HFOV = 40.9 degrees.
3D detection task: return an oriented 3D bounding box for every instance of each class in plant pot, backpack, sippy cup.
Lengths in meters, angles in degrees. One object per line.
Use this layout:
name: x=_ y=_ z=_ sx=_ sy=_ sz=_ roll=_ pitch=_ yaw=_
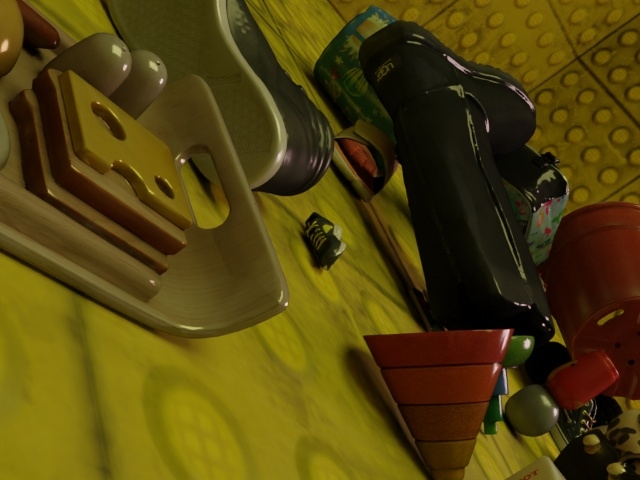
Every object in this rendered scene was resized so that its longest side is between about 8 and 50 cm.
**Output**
plant pot: x=0.512 y=0.111 z=1.459 sx=0.272 sy=0.272 sz=0.265 roll=50 pitch=23 yaw=-18
backpack: x=0.295 y=-0.044 z=1.489 sx=0.225 sy=0.191 sz=0.253 roll=46 pitch=-23 yaw=34
sippy cup: x=0.117 y=-0.275 z=1.496 sx=0.224 sy=0.305 sz=0.240 roll=44 pitch=52 yaw=1

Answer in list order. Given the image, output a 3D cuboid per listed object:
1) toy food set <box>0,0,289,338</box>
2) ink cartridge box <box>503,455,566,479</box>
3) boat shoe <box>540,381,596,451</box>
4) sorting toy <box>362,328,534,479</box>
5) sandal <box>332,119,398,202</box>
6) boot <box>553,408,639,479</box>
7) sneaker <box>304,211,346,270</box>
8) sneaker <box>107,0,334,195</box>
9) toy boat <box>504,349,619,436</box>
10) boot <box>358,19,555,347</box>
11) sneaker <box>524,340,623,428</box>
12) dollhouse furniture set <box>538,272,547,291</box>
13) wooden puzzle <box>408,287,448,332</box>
toy food set: x=-0.135 y=-0.099 z=0.417 sx=0.306 sy=0.092 sz=0.219 roll=39 pitch=20 yaw=-47
ink cartridge box: x=0.158 y=0.234 z=0.608 sx=0.090 sy=0.092 sz=0.143 roll=52 pitch=13 yaw=-15
boat shoe: x=0.405 y=0.290 z=1.346 sx=0.065 sy=0.083 sz=0.183 roll=39 pitch=21 yaw=-49
sorting toy: x=0.137 y=0.150 z=0.801 sx=0.365 sy=0.127 sz=0.126 roll=24 pitch=62 yaw=-70
sandal: x=0.068 y=-0.131 z=1.238 sx=0.102 sy=0.076 sz=0.265 roll=52 pitch=14 yaw=-8
boot: x=0.295 y=0.219 z=0.639 sx=0.138 sy=0.377 sz=0.284 roll=13 pitch=20 yaw=-12
sneaker: x=0.000 y=0.000 z=0.792 sx=0.035 sy=0.031 sz=0.083 roll=36 pitch=14 yaw=-15
sneaker: x=-0.084 y=-0.156 z=0.735 sx=0.295 sy=0.104 sz=0.147 roll=65 pitch=14 yaw=19
toy boat: x=0.371 y=0.297 z=1.118 sx=0.318 sy=0.148 sz=0.267 roll=57 pitch=3 yaw=-11
boot: x=0.236 y=-0.056 z=1.188 sx=0.367 sy=0.146 sz=0.445 roll=16 pitch=45 yaw=-39
sneaker: x=0.460 y=0.302 z=1.480 sx=0.124 sy=0.107 sz=0.283 roll=52 pitch=12 yaw=-35
dollhouse furniture set: x=0.258 y=0.070 z=1.282 sx=0.129 sy=0.129 sz=0.183 roll=51 pitch=14 yaw=-12
wooden puzzle: x=0.138 y=0.098 z=1.050 sx=0.078 sy=0.014 sz=0.116 roll=38 pitch=21 yaw=-52
